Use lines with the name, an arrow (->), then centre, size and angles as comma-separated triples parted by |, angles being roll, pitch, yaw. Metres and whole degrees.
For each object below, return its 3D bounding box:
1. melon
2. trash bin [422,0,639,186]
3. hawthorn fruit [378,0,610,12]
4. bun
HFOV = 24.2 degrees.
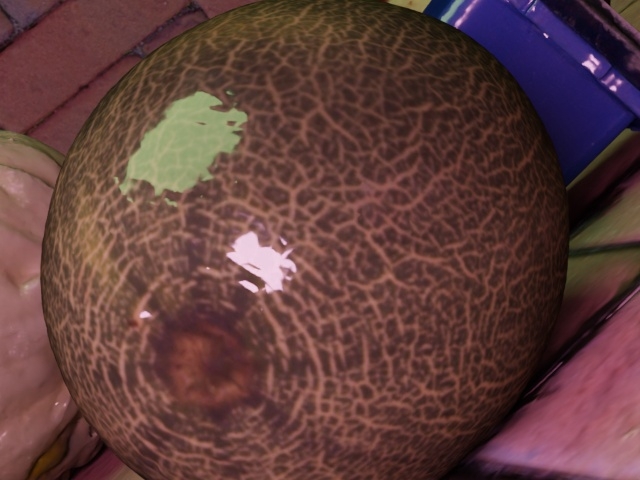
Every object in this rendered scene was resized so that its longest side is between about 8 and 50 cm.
melon -> 0.000, 0.000, 0.713 | 0.237, 0.237, 0.301 | -35, 6, 25
trash bin -> 0.097, -0.060, 0.961 | 0.234, 0.184, 0.162 | -49, 7, 3
hawthorn fruit -> 0.156, -0.169, 1.254 | 0.251, 0.189, 0.189 | -23, 10, 6
bun -> -0.271, 0.075, 1.373 | 0.219, 0.365, 0.365 | -2, 14, 6
